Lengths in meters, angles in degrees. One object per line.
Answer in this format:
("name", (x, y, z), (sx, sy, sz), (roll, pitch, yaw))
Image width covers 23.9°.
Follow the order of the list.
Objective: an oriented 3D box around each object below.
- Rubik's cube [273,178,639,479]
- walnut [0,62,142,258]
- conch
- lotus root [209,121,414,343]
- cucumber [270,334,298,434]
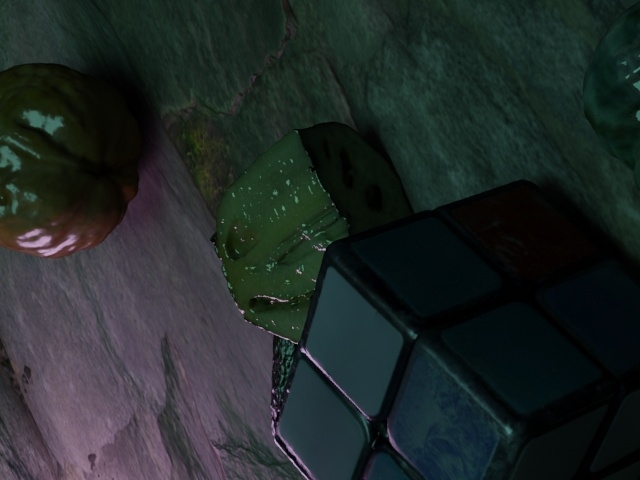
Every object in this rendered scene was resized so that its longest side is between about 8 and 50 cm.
("Rubik's cube", (0.176, 0.167, 1.659), (0.318, 0.316, 0.313), (45, 136, 32))
("walnut", (-0.450, -0.129, 2.384), (0.344, 0.306, 0.306), (9, 107, 47))
("conch", (0.366, -0.139, 1.484), (0.220, 0.195, 0.277), (1, 74, 23))
("lotus root", (-0.002, 0.016, 1.985), (0.260, 0.149, 0.267), (-37, 77, 45))
("cucumber", (-0.032, 0.158, 2.122), (0.074, 0.074, 0.241), (17, 111, 48))
